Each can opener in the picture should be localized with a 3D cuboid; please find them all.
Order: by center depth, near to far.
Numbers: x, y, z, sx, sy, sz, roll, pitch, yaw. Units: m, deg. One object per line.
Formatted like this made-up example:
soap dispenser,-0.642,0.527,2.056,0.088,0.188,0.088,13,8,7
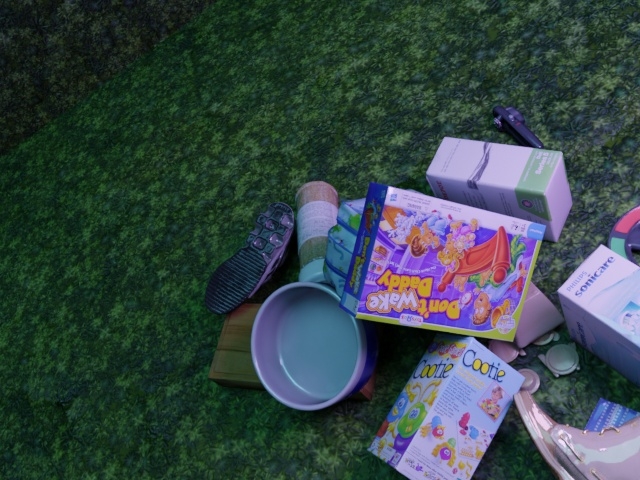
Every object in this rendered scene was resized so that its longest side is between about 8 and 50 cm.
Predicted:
can opener,0.490,-0.276,1.558,0.073,0.059,0.186,-33,49,5

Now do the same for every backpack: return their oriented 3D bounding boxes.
backpack,0.170,0.020,1.322,0.355,0.274,0.290,-21,43,-24

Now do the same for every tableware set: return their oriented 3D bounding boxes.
tableware set,0.431,0.233,1.279,0.168,0.020,0.141,-29,48,11

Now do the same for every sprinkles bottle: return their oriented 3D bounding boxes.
sprinkles bottle,0.000,0.000,1.563,0.121,0.121,0.356,-22,40,15

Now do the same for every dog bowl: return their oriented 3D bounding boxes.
dog bowl,-0.013,0.221,1.340,0.264,0.104,0.265,-3,84,28

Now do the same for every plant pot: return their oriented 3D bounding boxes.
plant pot,0.413,0.132,1.288,0.109,0.096,0.109,-32,35,3

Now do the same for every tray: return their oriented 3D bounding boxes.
tray,-0.061,0.256,1.503,0.410,0.076,0.203,-2,59,27

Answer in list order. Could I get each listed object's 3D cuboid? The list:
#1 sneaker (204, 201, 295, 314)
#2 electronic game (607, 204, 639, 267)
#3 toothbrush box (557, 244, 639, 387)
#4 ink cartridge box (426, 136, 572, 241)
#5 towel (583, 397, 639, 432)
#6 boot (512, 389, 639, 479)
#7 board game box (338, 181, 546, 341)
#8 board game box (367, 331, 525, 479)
sneaker,-0.164,0.069,1.640,0.122,0.146,0.331,34,77,22
electronic game,0.698,0.013,1.258,0.229,0.048,0.229,-14,54,21
toothbrush box,0.584,0.174,1.106,0.126,0.216,0.295,-45,48,-5
ink cartridge box,0.400,-0.117,1.409,0.272,0.198,0.115,16,68,35
towel,0.590,0.438,1.052,0.335,0.040,0.243,20,73,39
boot,0.480,0.336,1.086,0.203,0.095,0.262,-36,58,8
board game box,0.228,0.045,1.160,0.078,0.346,0.234,-152,75,-66
board game box,0.238,0.333,1.206,0.275,0.144,0.142,-56,12,-13
